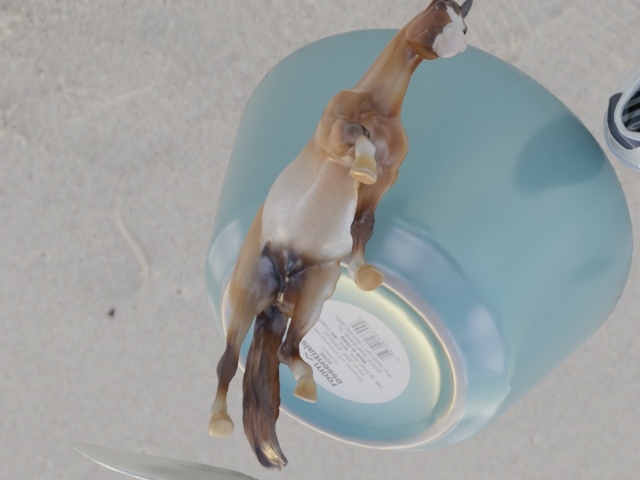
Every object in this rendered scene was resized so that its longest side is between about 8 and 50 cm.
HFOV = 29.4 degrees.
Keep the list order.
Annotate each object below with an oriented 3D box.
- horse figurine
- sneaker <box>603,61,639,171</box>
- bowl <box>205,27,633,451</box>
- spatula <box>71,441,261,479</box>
[{"bbox_3d":[0.000,0.000,0.653,0.066,0.174,0.263,21,123,-9],"label":"horse figurine"},{"bbox_3d":[0.290,-0.112,0.724,0.258,0.091,0.094,-31,84,17],"label":"sneaker"},{"bbox_3d":[0.044,0.026,0.849,0.311,0.163,0.311,16,133,18],"label":"bowl"},{"bbox_3d":[0.031,0.132,0.513,0.242,0.168,0.019,18,86,-31],"label":"spatula"}]
